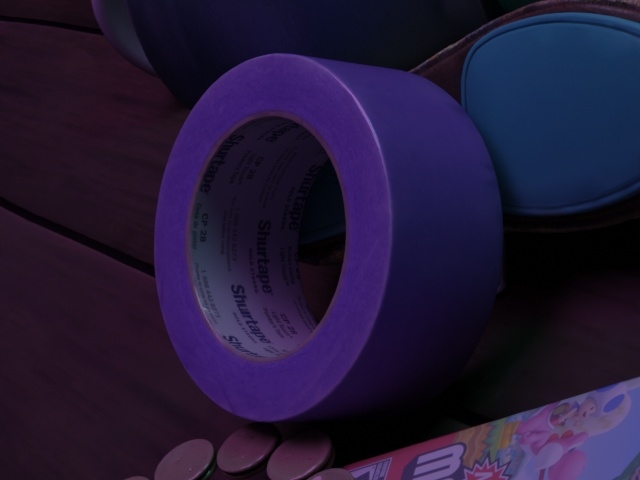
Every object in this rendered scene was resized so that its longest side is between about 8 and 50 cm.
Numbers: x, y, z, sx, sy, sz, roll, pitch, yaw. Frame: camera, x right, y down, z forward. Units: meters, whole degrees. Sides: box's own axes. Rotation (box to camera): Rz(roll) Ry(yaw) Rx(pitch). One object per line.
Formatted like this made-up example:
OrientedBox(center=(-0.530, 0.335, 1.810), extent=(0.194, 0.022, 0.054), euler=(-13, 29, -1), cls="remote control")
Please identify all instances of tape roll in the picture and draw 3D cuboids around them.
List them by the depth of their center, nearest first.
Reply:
OrientedBox(center=(0.000, 0.000, 0.948), extent=(0.189, 0.080, 0.189), euler=(-4, 84, 47), cls="tape roll")

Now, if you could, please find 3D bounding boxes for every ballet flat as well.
OrientedBox(center=(0.102, -0.054, 0.984), extent=(0.348, 0.123, 0.123), euler=(-13, 36, 48), cls="ballet flat")

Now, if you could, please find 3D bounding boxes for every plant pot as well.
OrientedBox(center=(0.039, -0.205, 1.090), extent=(0.196, 0.293, 0.293), euler=(9, 49, 28), cls="plant pot")

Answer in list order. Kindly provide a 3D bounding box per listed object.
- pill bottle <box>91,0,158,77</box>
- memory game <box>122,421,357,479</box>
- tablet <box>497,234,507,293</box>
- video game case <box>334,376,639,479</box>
OrientedBox(center=(-0.085, -0.260, 1.519), extent=(0.153, 0.153, 0.264), euler=(-24, 30, 30), cls="pill bottle")
OrientedBox(center=(-0.063, 0.157, 0.893), extent=(0.186, 0.012, 0.186), euler=(-23, 30, 14), cls="memory game")
OrientedBox(center=(0.067, 0.029, 1.014), extent=(0.083, 0.006, 0.054), euler=(-29, 27, 22), cls="tablet")
OrientedBox(center=(0.090, 0.146, 0.774), extent=(0.285, 0.025, 0.204), euler=(-21, 31, 33), cls="video game case")
